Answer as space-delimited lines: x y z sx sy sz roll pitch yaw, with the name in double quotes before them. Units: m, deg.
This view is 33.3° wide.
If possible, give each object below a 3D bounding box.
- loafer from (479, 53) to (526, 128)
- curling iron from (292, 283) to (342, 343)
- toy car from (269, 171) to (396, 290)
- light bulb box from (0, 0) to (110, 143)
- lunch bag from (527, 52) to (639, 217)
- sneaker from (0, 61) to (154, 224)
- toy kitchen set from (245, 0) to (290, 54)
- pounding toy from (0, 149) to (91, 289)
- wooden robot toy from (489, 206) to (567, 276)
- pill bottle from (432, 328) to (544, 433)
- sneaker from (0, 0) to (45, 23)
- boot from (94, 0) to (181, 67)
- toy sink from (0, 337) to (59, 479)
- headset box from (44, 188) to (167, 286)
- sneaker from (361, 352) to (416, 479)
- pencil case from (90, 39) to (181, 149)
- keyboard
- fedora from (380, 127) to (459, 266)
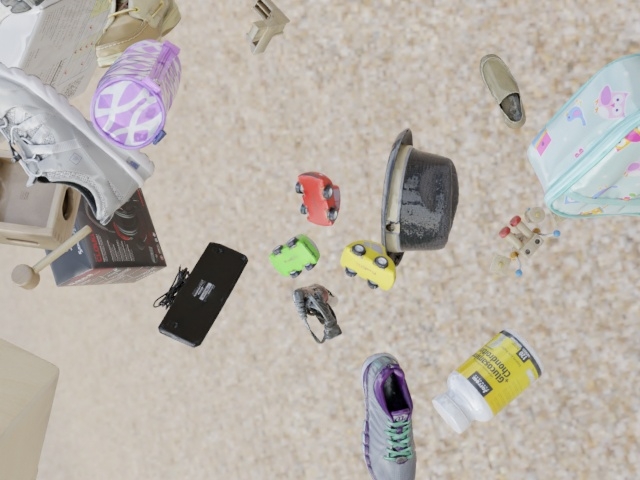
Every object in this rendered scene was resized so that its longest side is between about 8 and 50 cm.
"loafer" 0.338 -0.273 1.950 0.148 0.056 0.050 60 -178 -6
"curling iron" 0.000 0.081 1.283 0.068 0.035 0.274 62 -177 1
"toy car" 0.000 0.000 1.781 0.225 0.053 0.239 -25 108 46
"light bulb box" -0.569 -0.415 2.042 0.225 0.361 0.358 36 124 1
"lunch bag" 0.403 -0.112 1.286 0.224 0.279 0.108 -51 46 46
"sneaker" -0.349 -0.125 1.336 0.115 0.281 0.105 -60 13 -12
"toy kitchen set" -0.116 -0.381 1.895 0.075 0.083 0.068 49 133 15
"pounding toy" -0.423 -0.019 1.624 0.094 0.181 0.206 77 -159 -72
"wooden robot toy" 0.342 -0.009 1.803 0.076 0.173 0.079 45 177 -5
"pill bottle" 0.283 0.243 1.827 0.103 0.184 0.103 49 169 12
"sneaker" -0.340 -0.280 1.163 0.170 0.068 0.071 -25 32 30
"boot" -0.293 -0.382 1.586 0.262 0.095 0.203 -68 -32 -57
"toy sink" -0.361 0.203 1.031 0.131 0.152 0.234 -56 -12 -56
"headset box" -0.485 -0.020 2.301 0.110 0.293 0.218 -25 78 25
"sneaker" 0.105 0.284 1.602 0.098 0.083 0.224 -166 65 -78
"pencil case" -0.204 -0.171 1.209 0.088 0.086 0.206 -54 16 16
"keyboard" -0.200 0.085 1.743 0.192 0.100 0.038 -61 -5 -33
"fedora" 0.241 -0.092 2.505 0.334 0.152 0.334 8 -90 -77
